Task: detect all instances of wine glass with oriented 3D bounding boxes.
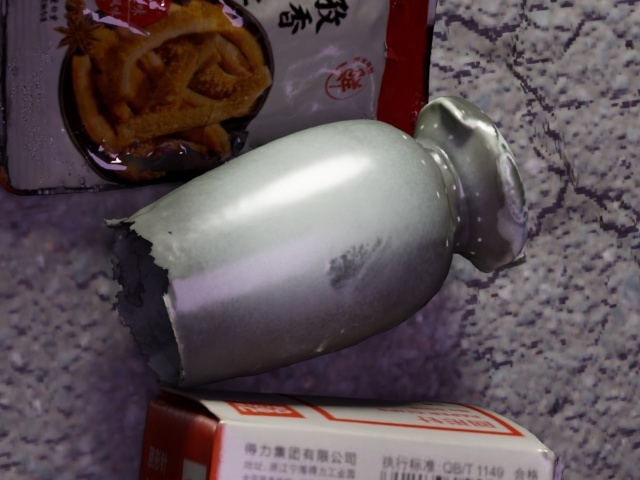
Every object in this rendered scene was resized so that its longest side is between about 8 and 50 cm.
[{"bbox_3d":[0.000,0.000,0.821,0.204,0.111,0.111,-20,97,-21],"label":"wine glass"}]

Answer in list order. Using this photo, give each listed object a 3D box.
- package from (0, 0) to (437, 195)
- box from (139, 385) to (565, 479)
[{"bbox_3d":[-0.045,-0.103,0.824,0.239,0.030,0.154,-9,122,-25],"label":"package"},{"bbox_3d":[0.011,0.128,0.815,0.182,0.133,0.099,7,88,-18],"label":"box"}]
